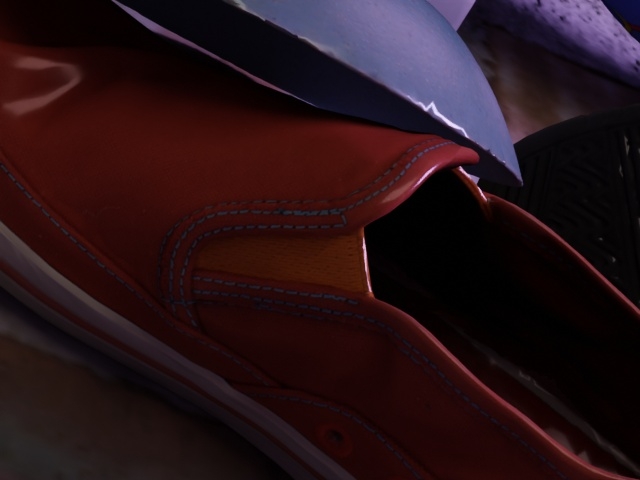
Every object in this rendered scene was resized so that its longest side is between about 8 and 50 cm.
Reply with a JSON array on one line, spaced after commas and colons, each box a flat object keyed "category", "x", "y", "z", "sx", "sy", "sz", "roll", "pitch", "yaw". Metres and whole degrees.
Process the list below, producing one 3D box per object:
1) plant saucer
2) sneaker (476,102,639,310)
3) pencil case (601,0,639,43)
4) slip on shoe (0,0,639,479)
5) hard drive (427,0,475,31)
[{"category": "plant saucer", "x": -0.015, "y": -0.076, "z": 0.567, "sx": 0.195, "sy": 0.037, "sz": 0.195, "roll": 28, "pitch": -1, "yaw": 0}, {"category": "sneaker", "x": 0.208, "y": 0.019, "z": 0.649, "sx": 0.295, "sy": 0.124, "sz": 0.178, "roll": 5, "pitch": -11, "yaw": 13}, {"category": "pencil case", "x": 0.160, "y": -0.139, "z": 0.773, "sx": 0.306, "sy": 0.133, "sz": 0.119, "roll": 41, "pitch": 70, "yaw": -6}, {"category": "slip on shoe", "x": 0.000, "y": 0.000, "z": 0.512, "sx": 0.331, "sy": 0.101, "sz": 0.123, "roll": 39, "pitch": 35, "yaw": 13}, {"category": "hard drive", "x": -0.122, "y": -0.198, "z": 0.723, "sx": 0.353, "sy": 0.047, "sz": 0.233, "roll": 13, "pitch": 37, "yaw": -26}]
